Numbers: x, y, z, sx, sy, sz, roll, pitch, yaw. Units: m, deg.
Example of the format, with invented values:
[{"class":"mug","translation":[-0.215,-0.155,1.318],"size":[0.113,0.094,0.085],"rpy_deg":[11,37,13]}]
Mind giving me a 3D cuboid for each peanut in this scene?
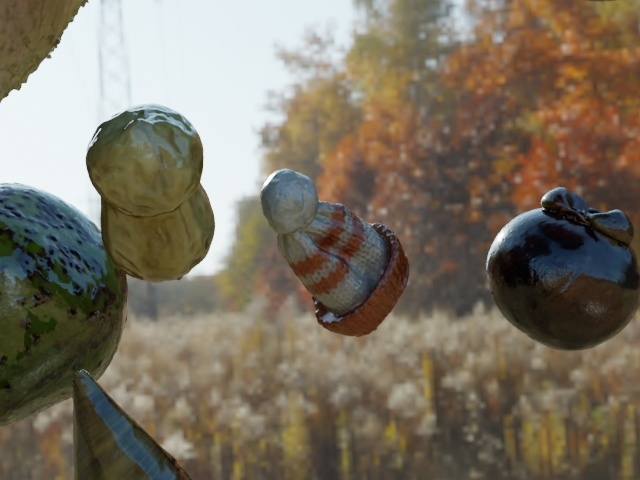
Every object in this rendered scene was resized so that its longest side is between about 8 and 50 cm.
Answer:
[{"class":"peanut","translation":[-0.132,-0.036,1.153],"size":[0.103,0.098,0.229],"rpy_deg":[31,-23,17]}]

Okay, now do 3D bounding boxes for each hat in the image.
[{"class":"hat","translation":[0.000,0.000,1.243],"size":[0.093,0.112,0.162],"rpy_deg":[-30,-50,26]}]

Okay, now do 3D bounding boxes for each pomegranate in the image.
[{"class":"pomegranate","translation":[-0.318,0.049,1.418],"size":[0.254,0.270,0.254],"rpy_deg":[-42,14,13]}]

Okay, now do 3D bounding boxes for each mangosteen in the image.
[{"class":"mangosteen","translation":[0.236,0.026,1.388],"size":[0.152,0.153,0.152],"rpy_deg":[-3,-2,0]}]

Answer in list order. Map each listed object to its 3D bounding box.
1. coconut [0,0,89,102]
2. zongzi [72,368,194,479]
[{"class":"coconut","translation":[-0.401,-0.278,1.198],"size":[0.404,0.405,0.404],"rpy_deg":[-3,-2,0]},{"class":"zongzi","translation":[-0.156,0.240,0.924],"size":[0.247,0.241,0.111],"rpy_deg":[-45,21,-7]}]
